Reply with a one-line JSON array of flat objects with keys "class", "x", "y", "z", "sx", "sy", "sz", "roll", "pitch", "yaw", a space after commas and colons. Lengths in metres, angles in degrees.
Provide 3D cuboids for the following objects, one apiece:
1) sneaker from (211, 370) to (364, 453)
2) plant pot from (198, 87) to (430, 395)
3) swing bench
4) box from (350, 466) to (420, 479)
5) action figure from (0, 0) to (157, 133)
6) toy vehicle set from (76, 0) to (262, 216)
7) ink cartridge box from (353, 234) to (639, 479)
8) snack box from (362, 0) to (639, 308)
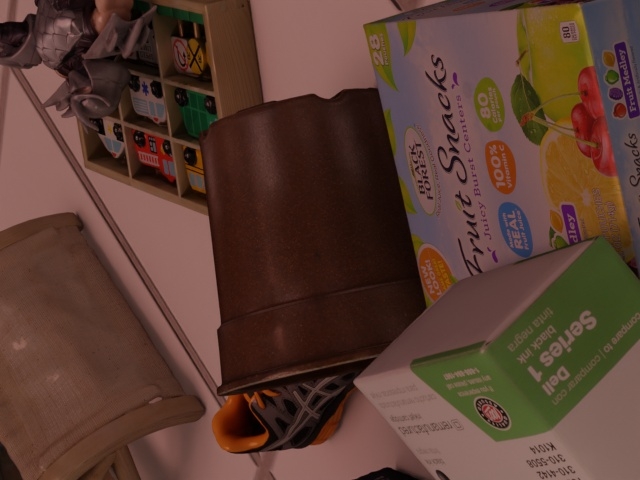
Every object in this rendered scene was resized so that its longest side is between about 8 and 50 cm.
[{"class": "sneaker", "x": -0.018, "y": 0.086, "z": 1.320, "sx": 0.084, "sy": 0.083, "sz": 0.215, "roll": 57, "pitch": 147, "yaw": 31}, {"class": "plant pot", "x": 0.000, "y": 0.000, "z": 1.167, "sx": 0.167, "sy": 0.167, "sz": 0.165, "roll": -24, "pitch": 78, "yaw": 62}, {"class": "swing bench", "x": -0.246, "y": 0.158, "z": 1.690, "sx": 0.253, "sy": 0.165, "sz": 0.255, "roll": 53, "pitch": 146, "yaw": 34}, {"class": "box", "x": 0.082, "y": 0.358, "z": 1.189, "sx": 0.312, "sy": 0.179, "sz": 0.343, "roll": 14, "pitch": 118, "yaw": 60}, {"class": "action figure", "x": -0.202, "y": -0.210, "z": 1.406, "sx": 0.185, "sy": 0.099, "sz": 0.285, "roll": -31, "pitch": 69, "yaw": 45}, {"class": "toy vehicle set", "x": -0.123, "y": -0.117, "z": 1.445, "sx": 0.267, "sy": 0.035, "sz": 0.166, "roll": 20, "pitch": 123, "yaw": 56}, {"class": "ink cartridge box", "x": 0.143, "y": 0.117, "z": 0.946, "sx": 0.219, "sy": 0.092, "sz": 0.160, "roll": 50, "pitch": 157, "yaw": -6}, {"class": "snack box", "x": 0.118, "y": -0.045, "z": 1.009, "sx": 0.207, "sy": 0.070, "sz": 0.174, "roll": 5, "pitch": 111, "yaw": 62}]
